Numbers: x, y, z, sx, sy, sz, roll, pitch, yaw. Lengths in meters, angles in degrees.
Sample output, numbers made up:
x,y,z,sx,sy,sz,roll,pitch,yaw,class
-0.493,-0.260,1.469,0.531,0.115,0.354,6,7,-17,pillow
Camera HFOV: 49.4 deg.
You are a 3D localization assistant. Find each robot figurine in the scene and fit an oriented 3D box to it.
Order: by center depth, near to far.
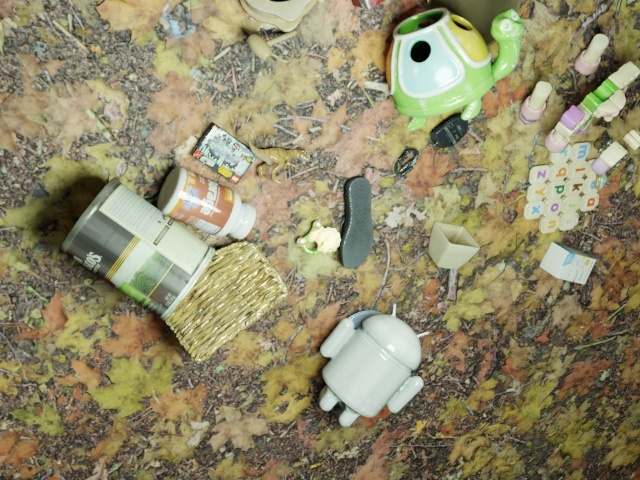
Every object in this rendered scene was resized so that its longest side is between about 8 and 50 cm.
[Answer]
x,y,z,sx,sy,sz,roll,pitch,yaw,class
0.145,0.353,1.958,0.300,0.200,0.353,39,94,-7,robot figurine

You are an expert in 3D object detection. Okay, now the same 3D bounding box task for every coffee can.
x,y,z,sx,sy,sz,roll,pitch,yaw,class
-0.405,0.020,1.559,0.275,0.201,0.202,36,96,-12,coffee can

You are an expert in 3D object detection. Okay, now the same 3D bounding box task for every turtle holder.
x,y,z,sx,sy,sz,roll,pitch,yaw,class
0.300,-0.420,1.646,0.243,0.320,0.227,-48,126,-30,turtle holder

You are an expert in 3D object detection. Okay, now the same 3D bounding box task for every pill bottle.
x,y,z,sx,sy,sz,roll,pitch,yaw,class
-0.268,-0.082,1.666,0.216,0.121,0.121,24,102,-30,pill bottle

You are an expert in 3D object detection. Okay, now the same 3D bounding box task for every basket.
x,y,z,sx,sy,sz,roll,pitch,yaw,class
-0.252,0.140,1.794,0.299,0.223,0.213,-38,89,-3,basket

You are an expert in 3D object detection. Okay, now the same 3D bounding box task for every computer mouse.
x,y,z,sx,sy,sz,roll,pitch,yaw,class
0.296,-0.259,1.882,0.242,0.041,0.071,-35,124,3,computer mouse

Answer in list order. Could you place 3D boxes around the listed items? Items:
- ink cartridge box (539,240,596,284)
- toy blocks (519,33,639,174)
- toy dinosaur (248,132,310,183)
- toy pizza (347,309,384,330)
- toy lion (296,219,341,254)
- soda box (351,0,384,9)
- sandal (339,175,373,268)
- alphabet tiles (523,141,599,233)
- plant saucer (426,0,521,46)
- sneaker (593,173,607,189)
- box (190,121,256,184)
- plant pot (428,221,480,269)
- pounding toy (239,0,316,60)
x,y,z,sx,sy,sz,roll,pitch,yaw,class
0.792,0.073,2.211,0.143,0.090,0.092,12,108,-27,ink cartridge box
0.738,-0.332,1.912,0.288,0.309,0.260,-39,165,-11,toy blocks
-0.122,-0.203,1.710,0.211,0.064,0.112,1,108,-45,toy dinosaur
0.121,0.292,2.060,0.201,0.032,0.201,-9,116,-20,toy pizza
0.000,0.000,1.851,0.096,0.034,0.100,44,93,-8,toy lion
0.077,-0.660,1.562,0.083,0.092,0.263,-31,122,-6,soda box
0.095,-0.049,1.886,0.097,0.054,0.255,-2,104,-30,sandal
0.741,-0.160,2.122,0.277,0.021,0.284,-9,116,-19,alphabet tiles
0.382,-0.618,1.745,0.277,0.041,0.278,-10,117,-20,plant saucer
0.861,-0.197,2.130,0.036,0.032,0.083,-13,124,-33,sneaker
-0.231,-0.208,1.679,0.137,0.027,0.094,33,98,-32,box
0.372,0.022,2.004,0.109,0.109,0.096,8,122,-26,plant pot
-0.096,-0.546,1.557,0.154,0.155,0.269,40,84,-4,pounding toy
